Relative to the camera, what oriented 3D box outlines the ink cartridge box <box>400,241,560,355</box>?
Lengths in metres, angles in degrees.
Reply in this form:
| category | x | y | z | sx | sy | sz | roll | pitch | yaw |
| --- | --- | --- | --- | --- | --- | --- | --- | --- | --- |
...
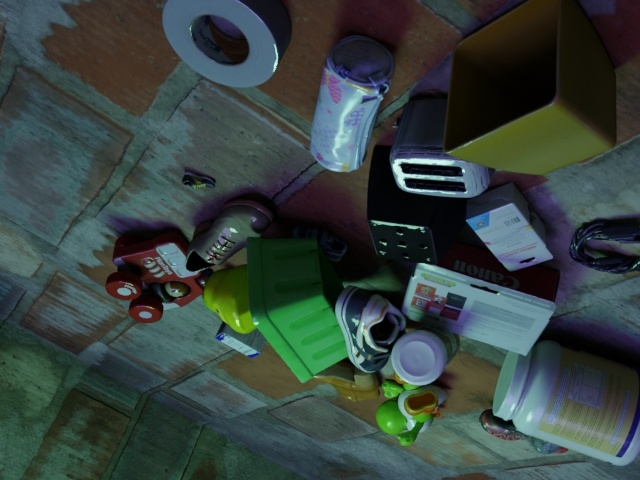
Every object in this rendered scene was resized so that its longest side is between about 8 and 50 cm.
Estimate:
| category | x | y | z | sx | sy | sz | roll | pitch | yaw |
| --- | --- | --- | --- | --- | --- | --- | --- | --- | --- |
| ink cartridge box | 0.357 | 0.107 | 1.704 | 0.309 | 0.130 | 0.272 | 17 | 150 | 7 |

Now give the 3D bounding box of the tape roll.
| category | x | y | z | sx | sy | sz | roll | pitch | yaw |
| --- | --- | --- | --- | --- | --- | --- | --- | --- | --- |
| tape roll | -0.164 | -0.375 | 1.347 | 0.219 | 0.072 | 0.219 | 16 | 149 | 10 |

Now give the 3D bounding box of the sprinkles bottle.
| category | x | y | z | sx | sy | sz | roll | pitch | yaw |
| --- | --- | --- | --- | --- | --- | --- | --- | --- | --- |
| sprinkles bottle | 0.262 | 0.265 | 1.852 | 0.121 | 0.121 | 0.355 | 12 | -178 | 16 |

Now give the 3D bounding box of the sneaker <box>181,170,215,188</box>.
| category | x | y | z | sx | sy | sz | roll | pitch | yaw |
| --- | --- | --- | --- | --- | --- | --- | --- | --- | --- |
| sneaker | -0.293 | -0.136 | 1.831 | 0.083 | 0.035 | 0.031 | 17 | 149 | 8 |

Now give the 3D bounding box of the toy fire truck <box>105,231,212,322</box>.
| category | x | y | z | sx | sy | sz | roll | pitch | yaw |
| --- | --- | --- | --- | --- | --- | --- | --- | --- | --- |
| toy fire truck | -0.453 | 0.101 | 2.199 | 0.254 | 0.169 | 0.302 | -12 | 140 | 16 |

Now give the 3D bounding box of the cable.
| category | x | y | z | sx | sy | sz | roll | pitch | yaw |
| --- | --- | --- | --- | --- | --- | --- | --- | --- | --- |
| cable | 0.588 | 0.016 | 1.514 | 0.184 | 0.047 | 0.150 | -9 | 142 | 37 |

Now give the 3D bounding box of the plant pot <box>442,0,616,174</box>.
| category | x | y | z | sx | sy | sz | roll | pitch | yaw |
| --- | --- | --- | --- | --- | --- | --- | --- | --- | --- |
| plant pot | 0.335 | -0.216 | 1.168 | 0.187 | 0.212 | 0.212 | 25 | 151 | -30 |

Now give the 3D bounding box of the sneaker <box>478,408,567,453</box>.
| category | x | y | z | sx | sy | sz | roll | pitch | yaw |
| --- | --- | --- | --- | --- | --- | --- | --- | --- | --- |
| sneaker | 0.611 | 0.544 | 2.254 | 0.276 | 0.097 | 0.135 | 13 | 148 | 10 |

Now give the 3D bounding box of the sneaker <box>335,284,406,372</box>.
| category | x | y | z | sx | sy | sz | roll | pitch | yaw |
| --- | --- | --- | --- | --- | --- | --- | --- | --- | --- |
| sneaker | 0.136 | 0.235 | 1.827 | 0.127 | 0.126 | 0.321 | 18 | 153 | 30 |

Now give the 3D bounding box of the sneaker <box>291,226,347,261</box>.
| category | x | y | z | sx | sy | sz | roll | pitch | yaw |
| --- | --- | --- | --- | --- | --- | --- | --- | --- | --- |
| sneaker | 0.000 | 0.000 | 1.844 | 0.144 | 0.053 | 0.059 | 23 | 149 | -17 |

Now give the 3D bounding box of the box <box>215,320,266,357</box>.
| category | x | y | z | sx | sy | sz | roll | pitch | yaw |
| --- | --- | --- | --- | --- | --- | --- | --- | --- | --- |
| box | -0.230 | 0.270 | 2.331 | 0.137 | 0.126 | 0.072 | 32 | 146 | -15 |

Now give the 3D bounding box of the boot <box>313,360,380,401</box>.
| category | x | y | z | sx | sy | sz | roll | pitch | yaw |
| --- | --- | --- | --- | --- | --- | --- | --- | --- | --- |
| boot | 0.042 | 0.442 | 2.448 | 0.295 | 0.104 | 0.211 | 8 | 146 | 14 |

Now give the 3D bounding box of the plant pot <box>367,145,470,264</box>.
| category | x | y | z | sx | sy | sz | roll | pitch | yaw |
| --- | --- | --- | --- | --- | --- | --- | --- | --- | --- |
| plant pot | 0.186 | -0.060 | 1.523 | 0.187 | 0.167 | 0.188 | 8 | 145 | 21 |

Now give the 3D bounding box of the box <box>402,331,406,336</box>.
| category | x | y | z | sx | sy | sz | roll | pitch | yaw |
| --- | --- | --- | --- | --- | --- | --- | --- | --- | --- |
| box | 0.166 | 0.239 | 2.041 | 0.184 | 0.045 | 0.190 | 36 | 162 | 41 |

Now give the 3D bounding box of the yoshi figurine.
| category | x | y | z | sx | sy | sz | roll | pitch | yaw |
| --- | --- | --- | --- | --- | --- | --- | --- | --- | --- |
| yoshi figurine | 0.257 | 0.523 | 2.376 | 0.203 | 0.203 | 0.362 | 29 | 155 | 20 |

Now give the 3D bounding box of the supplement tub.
| category | x | y | z | sx | sy | sz | roll | pitch | yaw |
| --- | --- | --- | --- | --- | --- | --- | --- | --- | --- |
| supplement tub | 0.613 | 0.385 | 1.868 | 0.331 | 0.241 | 0.241 | 18 | 149 | 7 |

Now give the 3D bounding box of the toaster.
| category | x | y | z | sx | sy | sz | roll | pitch | yaw |
| --- | --- | --- | --- | --- | --- | --- | --- | --- | --- |
| toaster | 0.217 | -0.166 | 1.357 | 0.227 | 0.146 | 0.129 | 7 | 145 | 23 |

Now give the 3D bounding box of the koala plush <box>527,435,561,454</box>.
| category | x | y | z | sx | sy | sz | roll | pitch | yaw |
| --- | --- | --- | --- | --- | --- | --- | --- | --- | --- |
| koala plush | 0.681 | 0.485 | 2.053 | 0.221 | 0.203 | 0.196 | 9 | 149 | -1 |

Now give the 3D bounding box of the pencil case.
| category | x | y | z | sx | sy | sz | roll | pitch | yaw |
| --- | --- | --- | --- | --- | --- | --- | --- | --- | --- |
| pencil case | 0.054 | -0.239 | 1.377 | 0.124 | 0.113 | 0.273 | 41 | 152 | 12 |

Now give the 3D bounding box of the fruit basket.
| category | x | y | z | sx | sy | sz | roll | pitch | yaw |
| --- | --- | --- | --- | --- | --- | --- | --- | --- | --- |
| fruit basket | -0.128 | 0.167 | 1.888 | 0.392 | 0.283 | 0.392 | -4 | 142 | -3 |

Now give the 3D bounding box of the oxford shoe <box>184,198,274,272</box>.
| category | x | y | z | sx | sy | sz | roll | pitch | yaw |
| --- | --- | --- | --- | --- | --- | --- | --- | --- | --- |
| oxford shoe | -0.232 | 0.002 | 1.912 | 0.123 | 0.130 | 0.348 | 34 | 147 | -18 |

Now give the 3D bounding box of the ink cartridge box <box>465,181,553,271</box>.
| category | x | y | z | sx | sy | sz | roll | pitch | yaw |
| --- | --- | --- | --- | --- | --- | --- | --- | --- | --- |
| ink cartridge box | 0.383 | -0.024 | 1.536 | 0.104 | 0.061 | 0.181 | -22 | 129 | 32 |
